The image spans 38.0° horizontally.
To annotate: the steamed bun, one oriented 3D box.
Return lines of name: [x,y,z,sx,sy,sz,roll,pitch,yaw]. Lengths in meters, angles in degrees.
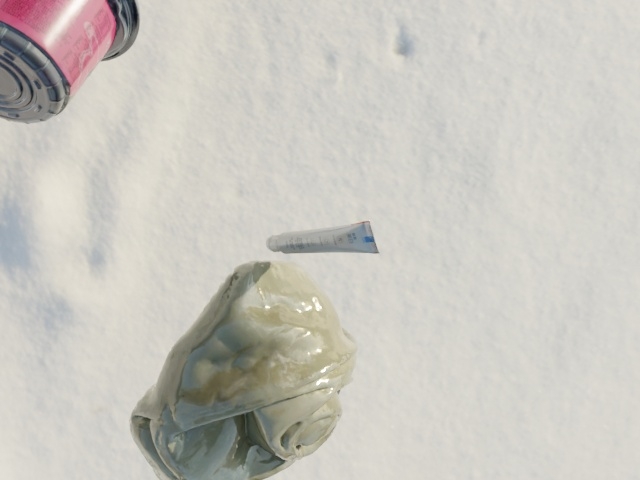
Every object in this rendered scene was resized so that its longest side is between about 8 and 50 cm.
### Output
steamed bun: [-0.090,0.218,1.384,0.368,0.255,0.342,-56,172,7]

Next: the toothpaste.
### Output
toothpaste: [0.000,0.000,1.278,0.031,0.190,0.048,-34,112,-45]

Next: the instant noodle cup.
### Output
instant noodle cup: [-0.386,-0.271,1.202,0.258,0.181,0.302,25,147,-10]
